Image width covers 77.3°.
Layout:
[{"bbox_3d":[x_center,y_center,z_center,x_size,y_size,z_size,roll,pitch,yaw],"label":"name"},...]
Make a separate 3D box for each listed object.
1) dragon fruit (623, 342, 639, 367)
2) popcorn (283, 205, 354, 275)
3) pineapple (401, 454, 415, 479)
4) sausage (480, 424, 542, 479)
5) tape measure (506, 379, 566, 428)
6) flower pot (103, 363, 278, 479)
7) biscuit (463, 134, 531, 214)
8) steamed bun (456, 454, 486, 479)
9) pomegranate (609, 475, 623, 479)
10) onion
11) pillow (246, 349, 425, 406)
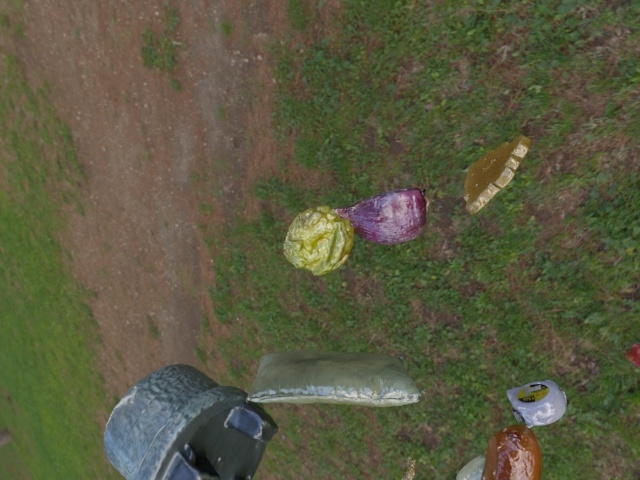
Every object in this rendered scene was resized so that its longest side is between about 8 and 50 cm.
[{"bbox_3d":[1.001,0.368,1.095,0.261,0.189,0.162,46,131,35],"label":"dragon fruit"},{"bbox_3d":[-0.002,-0.003,1.091,0.198,0.155,0.197,2,111,6],"label":"popcorn"},{"bbox_3d":[0.260,0.677,1.174,0.019,0.083,0.045,27,164,-7],"label":"pineapple"},{"bbox_3d":[0.504,0.611,1.052,0.133,0.133,0.258,14,97,42],"label":"sausage"},{"bbox_3d":[0.788,0.598,1.454,0.196,0.178,0.105,-28,91,27],"label":"tape measure"},{"bbox_3d":[-0.246,0.422,0.779,0.283,0.299,0.298,13,114,35],"label":"flower pot"},{"bbox_3d":[0.427,-0.167,1.009,0.041,0.238,0.212,31,105,-4],"label":"biscuit"},{"bbox_3d":[0.480,0.727,1.211,0.091,0.130,0.112,49,169,21],"label":"steamed bun"},{"bbox_3d":[0.792,0.843,1.201,0.260,0.341,0.260,50,178,3],"label":"pomegranate"},{"bbox_3d":[0.201,-0.057,1.364,0.349,0.267,0.158,-11,75,9],"label":"onion"},{"bbox_3d":[0.027,0.254,0.750,0.303,0.185,0.074,0,95,0],"label":"pillow"}]
